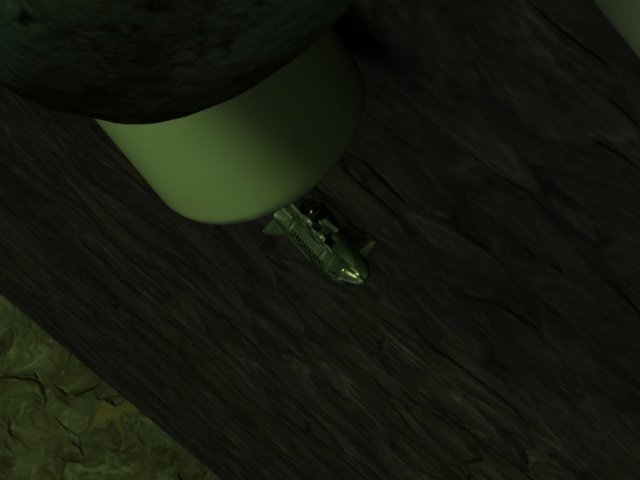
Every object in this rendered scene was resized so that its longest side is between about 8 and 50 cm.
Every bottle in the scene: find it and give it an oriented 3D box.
[{"bbox_3d":[-0.078,-0.116,0.730,0.104,0.104,0.245,28,162,45],"label":"bottle"}]

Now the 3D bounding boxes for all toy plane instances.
[{"bbox_3d":[0.000,0.000,1.039,0.083,0.031,0.078,31,163,40],"label":"toy plane"}]

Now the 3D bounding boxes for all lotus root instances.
[{"bbox_3d":[-0.034,-0.133,0.498,0.158,0.140,0.322,65,160,6],"label":"lotus root"}]

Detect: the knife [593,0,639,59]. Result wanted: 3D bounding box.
[{"bbox_3d":[0.149,-0.021,0.521,0.265,0.040,0.073,48,156,-26],"label":"knife"}]
